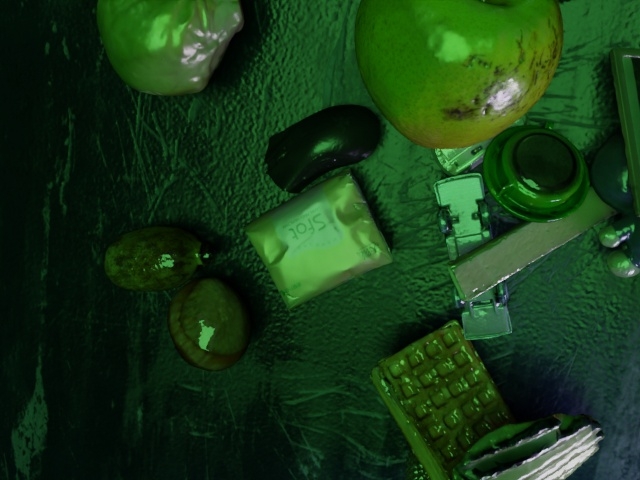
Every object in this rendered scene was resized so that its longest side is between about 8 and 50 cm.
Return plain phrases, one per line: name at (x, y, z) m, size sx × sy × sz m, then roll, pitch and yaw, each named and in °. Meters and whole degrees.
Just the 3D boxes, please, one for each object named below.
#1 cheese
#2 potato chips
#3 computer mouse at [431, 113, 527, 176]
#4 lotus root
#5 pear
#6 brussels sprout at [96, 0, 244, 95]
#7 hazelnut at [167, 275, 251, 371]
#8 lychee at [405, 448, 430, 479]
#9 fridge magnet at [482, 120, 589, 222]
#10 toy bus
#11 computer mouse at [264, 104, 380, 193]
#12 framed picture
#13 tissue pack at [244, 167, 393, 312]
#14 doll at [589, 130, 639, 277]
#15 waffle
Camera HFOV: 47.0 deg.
cheese at (0.419, -0.009, 1.411) m, size 0.400 × 0.034 × 0.085 m, roll -27°, pitch 102°, yaw -15°
potato chips at (0.389, 0.462, 1.431) m, size 0.070 × 0.429 × 0.359 m, roll 46°, pitch 148°, yaw 41°
computer mouse at (0.317, -0.211, 1.477) m, size 0.199 × 0.045 × 0.102 m, roll -37°, pitch 99°, yaw 9°
lotus root at (-0.354, 0.040, 1.625) m, size 0.260 × 0.128 × 0.145 m, roll -7°, pitch 61°, yaw 16°
pear at (0.232, -0.344, 1.312) m, size 0.390 × 0.391 × 0.391 m, roll 2°, pitch 102°, yaw 12°
brussels sprout at (-0.304, -0.424, 1.481) m, size 0.316 × 0.242 × 0.274 m, roll 9°, pitch 80°, yaw 15°
hazelnut at (-0.248, 0.189, 1.622) m, size 0.214 × 0.176 × 0.215 m, roll 6°, pitch 98°, yaw 49°
lychee at (0.265, 0.501, 1.576) m, size 0.197 × 0.165 × 0.165 m, roll 38°, pitch 108°, yaw -23°
fridge magnet at (0.411, -0.132, 1.397) m, size 0.207 × 0.088 × 0.208 m, roll 2°, pitch 67°, yaw -5°
toy bus at (0.307, 0.025, 1.481) m, size 0.108 × 0.136 × 0.330 m, roll -10°, pitch 99°, yaw 15°
computer mouse at (-0.011, -0.201, 1.512) m, size 0.264 × 0.088 × 0.147 m, roll -29°, pitch 64°, yaw 18°
framed picture at (0.645, -0.196, 1.323) m, size 0.231 × 0.024 × 0.315 m, roll -2°, pitch 79°, yaw -11°
tissue pack at (0.000, 0.000, 1.552) m, size 0.256 × 0.123 × 0.215 m, roll -28°, pitch 92°, yaw 9°
doll at (0.609, -0.082, 1.384) m, size 0.228 × 0.154 × 0.259 m, roll -19°, pitch 81°, yaw -15°
waffle at (0.261, 0.344, 1.496) m, size 0.212 × 0.091 × 0.308 m, roll -26°, pitch 76°, yaw -21°
